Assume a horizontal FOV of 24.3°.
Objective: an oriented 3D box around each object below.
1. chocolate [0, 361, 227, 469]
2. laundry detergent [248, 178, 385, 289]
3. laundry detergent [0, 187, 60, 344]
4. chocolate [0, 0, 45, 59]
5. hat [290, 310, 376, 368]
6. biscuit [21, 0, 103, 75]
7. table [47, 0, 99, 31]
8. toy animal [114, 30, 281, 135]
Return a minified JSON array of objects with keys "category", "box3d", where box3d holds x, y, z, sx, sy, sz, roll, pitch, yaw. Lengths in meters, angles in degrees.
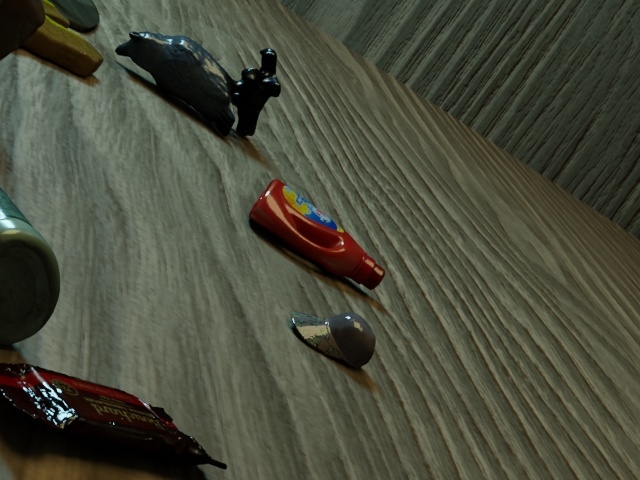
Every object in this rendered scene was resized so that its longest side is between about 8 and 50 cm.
[{"category":"chocolate","box3d":[-0.137,0.112,0.935,0.086,0.028,0.182,36,9,38]},{"category":"laundry detergent","box3d":[0.000,0.000,1.647,0.165,0.049,0.097,35,20,-5]},{"category":"laundry detergent","box3d":[-0.257,-0.031,1.006,0.225,0.070,0.099,46,-20,36]},{"category":"chocolate","box3d":[-0.346,-0.224,1.356,0.214,0.148,0.093,48,-1,34]},{"category":"hat","box3d":[0.016,0.082,1.396,0.087,0.042,0.058,34,12,-3]},{"category":"biscuit","box3d":[-0.379,-0.276,1.696,0.186,0.044,0.295,41,13,35]},{"category":"table","box3d":[-0.367,-0.479,1.990,0.317,0.249,0.317,34,13,-8]},{"category":"toy animal","box3d":[-0.167,-0.198,1.929,0.210,0.121,0.117,14,64,-18]}]
